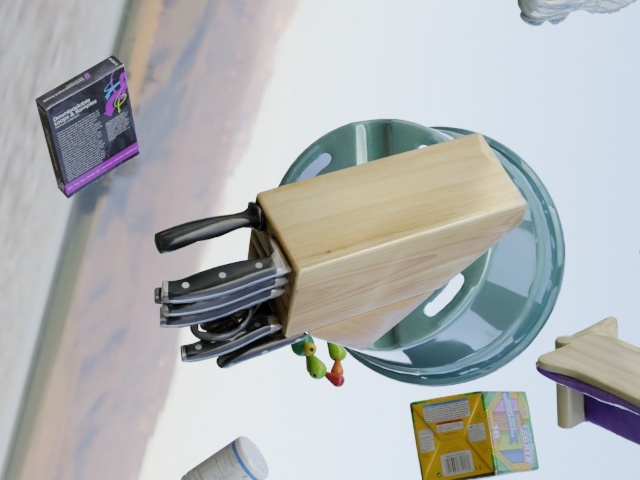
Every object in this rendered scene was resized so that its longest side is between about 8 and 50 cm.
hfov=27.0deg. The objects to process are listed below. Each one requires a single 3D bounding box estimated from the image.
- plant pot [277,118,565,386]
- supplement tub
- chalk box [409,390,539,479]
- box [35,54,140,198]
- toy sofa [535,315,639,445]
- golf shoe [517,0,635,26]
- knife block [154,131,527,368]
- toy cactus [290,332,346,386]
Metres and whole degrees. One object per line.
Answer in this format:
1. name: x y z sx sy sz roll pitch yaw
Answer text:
1. plant pot: 0.104 0.004 1.576 0.334 0.341 0.341 20 84 -74
2. supplement tub: -0.132 0.327 1.850 0.107 0.071 0.071 -36 -160 9
3. chalk box: 0.254 0.308 2.094 0.132 0.213 0.132 -15 -103 29
4. box: -0.285 -0.139 1.645 0.116 0.029 0.162 -35 149 -24
5. toy sofa: 0.474 0.247 1.843 0.362 0.177 0.150 23 -53 49
6. golf shoe: 0.326 -0.311 1.610 0.086 0.176 0.069 66 5 -77
7. knife block: 0.000 0.000 1.084 0.276 0.242 0.088 -40 -122 19
8. toy cactus: -0.020 0.125 2.112 0.112 0.181 0.219 109 -7 -55
